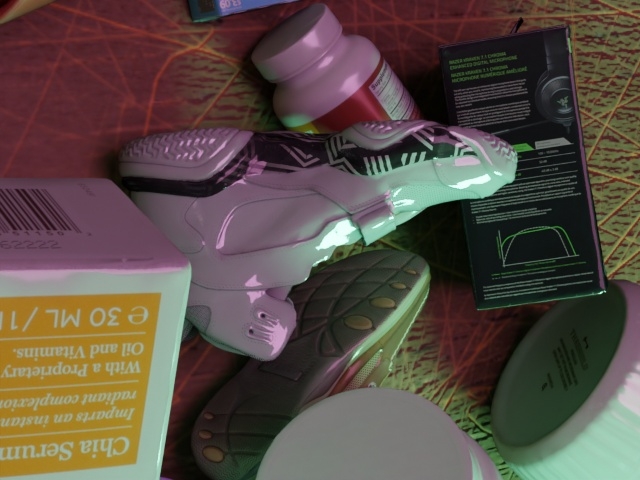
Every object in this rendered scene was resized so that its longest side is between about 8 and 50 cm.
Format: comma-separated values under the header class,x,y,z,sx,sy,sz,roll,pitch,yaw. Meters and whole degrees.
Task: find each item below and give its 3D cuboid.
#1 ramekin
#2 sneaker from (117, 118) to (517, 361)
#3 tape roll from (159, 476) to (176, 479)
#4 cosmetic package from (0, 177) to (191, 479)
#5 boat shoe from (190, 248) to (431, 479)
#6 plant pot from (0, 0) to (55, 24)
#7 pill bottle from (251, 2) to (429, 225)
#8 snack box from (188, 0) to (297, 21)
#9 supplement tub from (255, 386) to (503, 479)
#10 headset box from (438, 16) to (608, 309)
class,x,y,z,sx,sy,sz,roll,pitch,yaw
ramekin,0.295,0.163,1.702,0.127,0.273,0.273,35,65,-17
sneaker,0.000,0.000,1.477,0.366,0.137,0.210,-2,90,0
tape roll,-0.179,0.341,1.398,0.275,0.090,0.274,4,82,-32
cosmetic package,-0.248,0.193,1.085,0.230,0.161,0.453,-2,113,-28
boat shoe,-0.001,0.136,1.567,0.324,0.123,0.116,-45,135,-27
plant pot,-0.225,-0.328,1.342,0.243,0.275,0.275,-23,100,-47
pill bottle,0.030,-0.124,1.599,0.216,0.121,0.121,51,59,-22
snack box,-0.003,-0.340,1.616,0.322,0.060,0.187,-18,100,-34
supplement tub,0.075,0.296,1.464,0.228,0.228,0.316,-58,148,-26
headset box,0.210,-0.085,1.652,0.246,0.131,0.283,-15,96,-80
